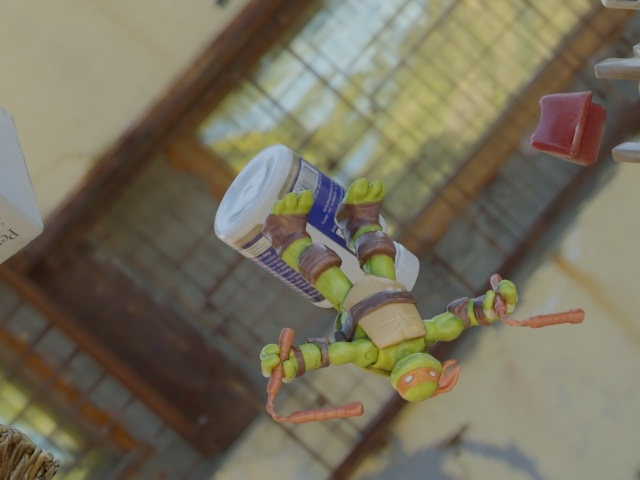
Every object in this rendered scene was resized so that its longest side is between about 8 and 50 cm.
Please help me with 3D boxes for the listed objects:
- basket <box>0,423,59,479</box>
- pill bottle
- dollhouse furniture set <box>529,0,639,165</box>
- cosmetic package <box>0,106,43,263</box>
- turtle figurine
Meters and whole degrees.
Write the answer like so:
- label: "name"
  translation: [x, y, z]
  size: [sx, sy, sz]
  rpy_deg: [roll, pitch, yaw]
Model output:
- label: "basket"
  translation: [-0.448, 0.303, 1.999]
  size: [0.223, 0.213, 0.299]
  rpy_deg: [2, 66, 51]
- label: "pill bottle"
  translation: [0.000, 0.000, 1.925]
  size: [0.112, 0.186, 0.112]
  rpy_deg: [-45, 22, 24]
- label: "dollhouse furniture set"
  translation: [0.256, -0.222, 1.728]
  size: [0.201, 0.374, 0.152]
  rpy_deg: [-27, 22, -31]
- label: "cosmetic package"
  translation: [-0.342, -0.037, 1.278]
  size: [0.224, 0.224, 0.138]
  rpy_deg: [-36, 45, 12]
- label: "turtle figurine"
  translation: [0.056, 0.051, 1.578]
  size: [0.269, 0.217, 0.087]
  rpy_deg: [-18, -35, -15]
